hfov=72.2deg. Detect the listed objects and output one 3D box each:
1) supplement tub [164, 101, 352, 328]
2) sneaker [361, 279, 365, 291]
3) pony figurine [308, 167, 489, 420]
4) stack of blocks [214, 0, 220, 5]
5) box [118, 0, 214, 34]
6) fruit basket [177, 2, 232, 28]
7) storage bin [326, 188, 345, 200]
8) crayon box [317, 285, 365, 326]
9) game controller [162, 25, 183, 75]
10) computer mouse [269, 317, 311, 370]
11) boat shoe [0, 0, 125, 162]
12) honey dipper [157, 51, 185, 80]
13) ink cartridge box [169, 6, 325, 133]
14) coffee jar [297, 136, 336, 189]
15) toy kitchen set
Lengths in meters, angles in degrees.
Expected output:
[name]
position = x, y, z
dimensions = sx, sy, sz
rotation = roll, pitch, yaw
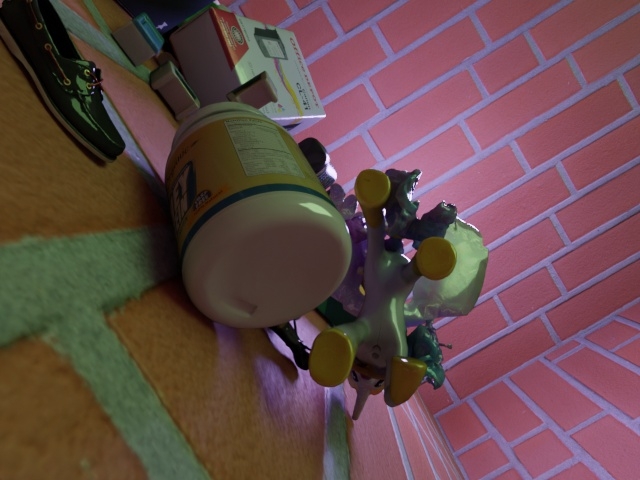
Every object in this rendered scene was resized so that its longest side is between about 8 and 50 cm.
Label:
[supplement tub]
position = -0.069, -0.033, 0.422
dimensions = 0.144, 0.144, 0.200
rotation = 55, 5, -47
[sneaker]
position = 0.125, 0.186, 1.193
dimensions = 0.127, 0.126, 0.321
rotation = 24, -37, 61
[pony figurine]
position = 0.086, 0.062, 0.599
dimensions = 0.363, 0.302, 0.351
rotation = 77, 26, -67
[stack of blocks]
position = -0.405, -0.710, 1.281
dimensions = 0.087, 0.171, 0.297
rotation = 60, 5, 28
[box]
position = -0.375, -0.643, 0.791
dimensions = 0.396, 0.211, 0.293
rotation = 59, 3, -2
[fruit basket]
position = -0.281, -0.499, 1.282
dimensions = 0.327, 0.165, 0.353
rotation = 52, -10, 31
[storage bin]
position = 0.046, -0.069, 1.171
dimensions = 0.135, 0.098, 0.091
rotation = 57, 12, -8
[crayon box]
position = -0.038, -0.007, 1.012
dimensions = 0.363, 0.106, 0.313
rotation = 60, 5, 36
[game controller]
position = -0.274, -0.369, 1.078
dimensions = 0.319, 0.067, 0.166
rotation = 59, 3, -14
[computer mouse]
position = -0.054, 0.077, 0.595
dimensions = 0.106, 0.042, 0.193
rotation = 51, 12, -31
[boat shoe]
position = -0.192, -0.124, 0.337
dimensions = 0.133, 0.042, 0.049
rotation = 60, 1, -11
[honey dipper]
position = -0.294, -0.343, 0.907
dimensions = 0.031, 0.030, 0.161
rotation = 59, 0, -2
[ink cartridge box]
position = -0.141, -0.342, 0.950
dimensions = 0.306, 0.131, 0.226
rotation = -31, 100, -58
[coffee jar]
position = -0.020, -0.170, 1.027
dimensions = 0.079, 0.096, 0.184
rotation = 55, 3, 11
[toy kitchen set]
position = -0.192, -0.291, 0.717
dimensions = 0.207, 0.166, 0.122
rotation = 57, 4, -34
